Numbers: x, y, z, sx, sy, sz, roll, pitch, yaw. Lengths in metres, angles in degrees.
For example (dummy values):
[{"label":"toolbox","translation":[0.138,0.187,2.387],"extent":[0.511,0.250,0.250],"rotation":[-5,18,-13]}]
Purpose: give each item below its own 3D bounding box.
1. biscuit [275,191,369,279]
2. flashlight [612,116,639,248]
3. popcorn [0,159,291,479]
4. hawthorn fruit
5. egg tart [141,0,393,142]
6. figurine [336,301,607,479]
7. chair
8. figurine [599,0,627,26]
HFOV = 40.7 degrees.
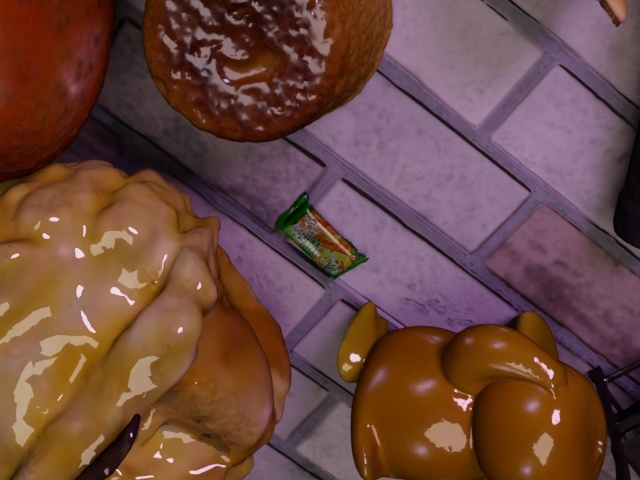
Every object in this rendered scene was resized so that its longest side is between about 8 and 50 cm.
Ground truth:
[{"label":"biscuit","translation":[0.000,0.000,0.815],"extent":[0.046,0.016,0.089],"rotation":[-40,105,23]},{"label":"flashlight","translation":[0.287,-0.101,0.690],"extent":[0.093,0.093,0.231],"rotation":[6,123,5]},{"label":"popcorn","translation":[-0.198,0.124,0.723],"extent":[0.349,0.381,0.349],"rotation":[-1,131,-1]},{"label":"hawthorn fruit","translation":[-0.288,-0.195,0.628],"extent":[0.276,0.275,0.299],"rotation":[7,105,5]},{"label":"egg tart","translation":[-0.047,-0.160,0.670],"extent":[0.203,0.147,0.202],"rotation":[3,119,6]},{"label":"figurine","translation":[0.132,0.152,0.771],"extent":[0.228,0.215,0.215],"rotation":[-11,114,16]},{"label":"chair","translation":[0.311,0.180,0.742],"extent":[0.106,0.229,0.113],"rotation":[-35,104,23]},{"label":"figurine","translation":[0.249,-0.279,0.540],"extent":[0.257,0.181,0.208],"rotation":[-37,128,23]}]
